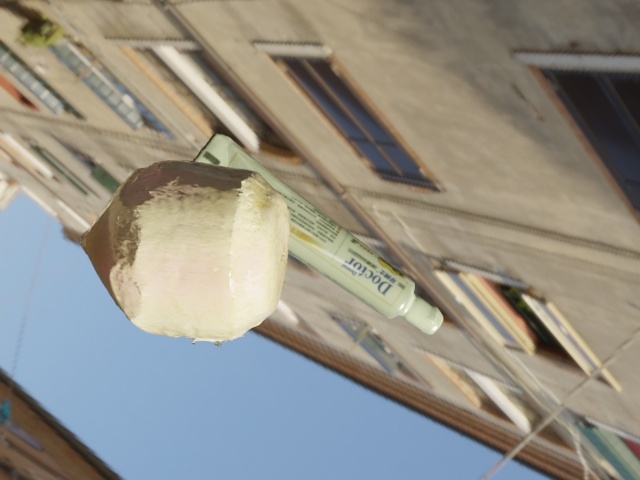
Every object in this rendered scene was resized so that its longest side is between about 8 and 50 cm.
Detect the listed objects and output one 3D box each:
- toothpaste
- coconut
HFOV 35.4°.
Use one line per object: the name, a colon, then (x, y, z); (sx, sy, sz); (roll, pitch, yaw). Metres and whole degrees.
toothpaste: (0.000, 0.000, 0.861); (0.037, 0.255, 0.067); (-45, -168, 53)
coconut: (-0.083, 0.006, 0.605); (0.125, 0.110, 0.110); (5, -131, 8)
